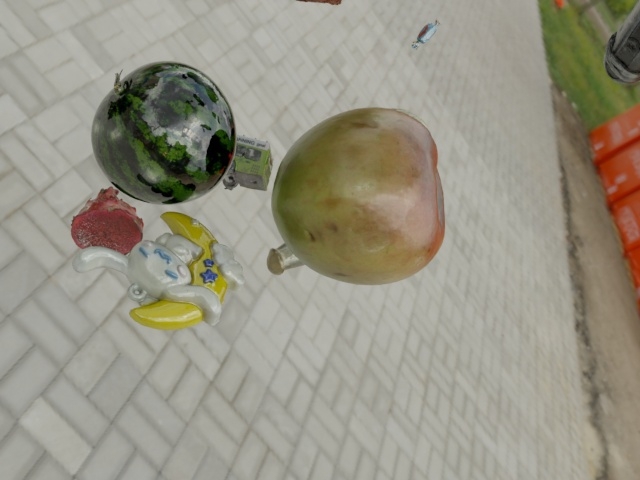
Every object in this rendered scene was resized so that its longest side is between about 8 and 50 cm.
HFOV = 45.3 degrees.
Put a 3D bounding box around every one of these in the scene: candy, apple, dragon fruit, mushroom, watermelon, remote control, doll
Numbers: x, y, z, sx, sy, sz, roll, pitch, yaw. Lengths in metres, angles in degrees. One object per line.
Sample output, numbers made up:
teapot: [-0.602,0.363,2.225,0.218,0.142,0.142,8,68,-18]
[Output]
candy: [0.233,-0.458,1.697,0.020,0.083,0.030,45,4,36]
apple: [0.074,-0.072,1.443,0.338,0.305,0.338,-6,90,-76]
dragon fruit: [-0.441,-0.047,1.609,0.153,0.153,0.110,37,34,-37]
mushroom: [0.000,0.000,1.752,0.103,0.270,0.118,56,-2,17]
watermelon: [-0.284,-0.190,1.402,0.269,0.269,0.269,41,31,-32]
remote control: [0.486,-0.307,1.157,0.266,0.066,0.090,99,-33,-75]
doll: [-0.267,0.054,1.354,0.252,0.111,0.237,42,55,6]

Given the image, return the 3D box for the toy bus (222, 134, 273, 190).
toy bus: [-0.259,-0.215,1.821,0.113,0.302,0.139,87,20,-71]

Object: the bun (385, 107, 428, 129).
bun: [0.134,-0.226,1.807,0.210,0.237,0.116,42,-9,36]

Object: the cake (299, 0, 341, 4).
cake: [-0.014,-0.463,1.105,0.135,0.287,0.098,18,59,5]
